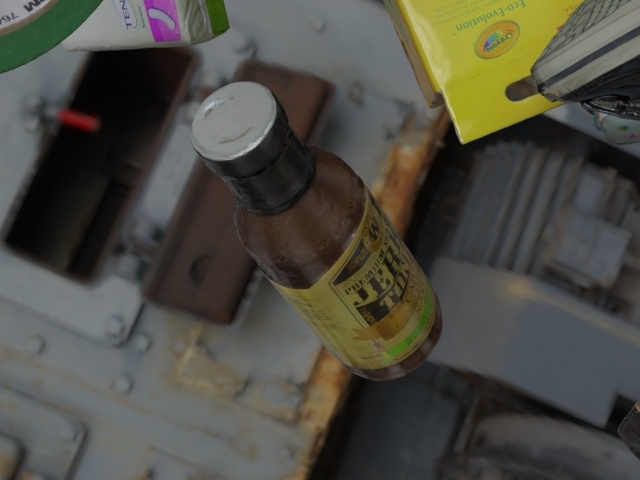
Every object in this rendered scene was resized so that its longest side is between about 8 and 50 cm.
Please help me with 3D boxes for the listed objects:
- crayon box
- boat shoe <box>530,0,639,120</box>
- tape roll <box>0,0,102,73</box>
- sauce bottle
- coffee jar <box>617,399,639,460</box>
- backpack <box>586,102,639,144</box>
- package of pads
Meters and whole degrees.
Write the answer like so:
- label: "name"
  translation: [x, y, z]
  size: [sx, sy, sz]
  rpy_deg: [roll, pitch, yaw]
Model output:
- label: "crayon box"
  translation: [0.153, -0.262, 1.307]
  size: [0.081, 0.202, 0.319]
  rpy_deg: [99, 149, -83]
- label: "boat shoe"
  translation: [0.291, -0.150, 0.995]
  size: [0.187, 0.156, 0.500]
  rpy_deg: [-48, 8, -10]
- label: "tape roll"
  translation: [-0.306, -0.294, 1.217]
  size: [0.077, 0.321, 0.321]
  rpy_deg: [44, 118, 37]
- label: "sauce bottle"
  translation: [0.000, 0.000, 1.129]
  size: [0.344, 0.111, 0.111]
  rpy_deg: [51, -125, -53]
- label: "coffee jar"
  translation: [0.382, 0.155, 1.370]
  size: [0.184, 0.096, 0.079]
  rpy_deg: [-46, 13, 8]
- label: "backpack"
  translation: [0.467, -0.223, 2.077]
  size: [0.188, 0.166, 0.144]
  rpy_deg: [32, -138, -72]
- label: "package of pads"
  translation: [-0.255, -0.385, 1.752]
  size: [0.101, 0.229, 0.297]
  rpy_deg: [-36, -59, -49]
